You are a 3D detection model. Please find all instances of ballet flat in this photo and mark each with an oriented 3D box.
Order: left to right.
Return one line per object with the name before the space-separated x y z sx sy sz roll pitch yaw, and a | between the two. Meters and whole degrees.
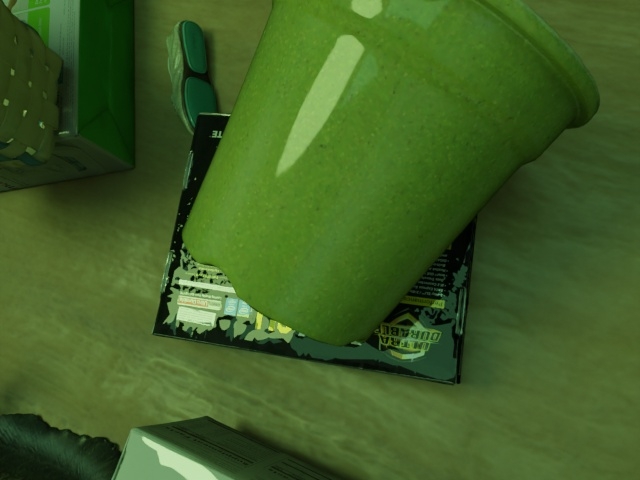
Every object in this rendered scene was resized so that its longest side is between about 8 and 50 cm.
ballet flat | -0.166 -0.197 0.724 0.052 0.057 0.168 -22 67 37

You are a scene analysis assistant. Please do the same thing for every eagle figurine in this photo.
eagle figurine | -0.370 0.284 0.607 0.298 0.225 0.226 38 131 -9

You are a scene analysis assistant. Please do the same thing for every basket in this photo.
basket | -0.423 -0.161 0.536 0.289 0.255 0.201 9 84 3

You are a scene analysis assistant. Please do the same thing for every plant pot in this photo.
plant pot | 0.026 -0.065 0.470 0.276 0.276 0.254 35 99 18

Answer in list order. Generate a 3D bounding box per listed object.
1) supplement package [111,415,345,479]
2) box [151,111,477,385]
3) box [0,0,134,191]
supplement package | -0.091 0.315 0.482 0.204 0.145 0.261 18 82 18
box | 0.000 0.000 0.618 0.322 0.079 0.257 6 80 15
box | -0.372 -0.212 0.731 0.231 0.127 0.261 -9 76 12
